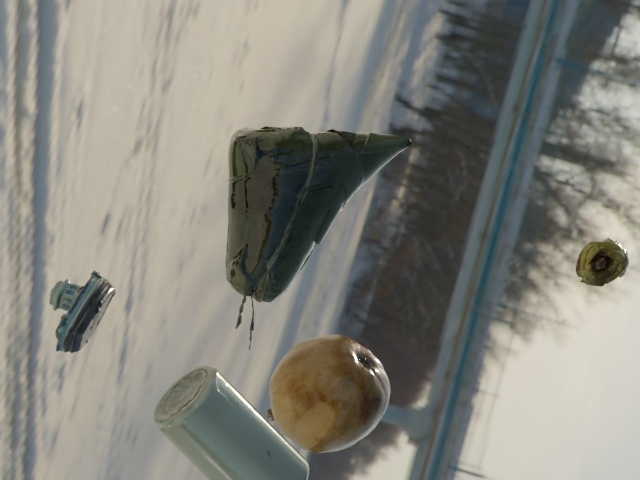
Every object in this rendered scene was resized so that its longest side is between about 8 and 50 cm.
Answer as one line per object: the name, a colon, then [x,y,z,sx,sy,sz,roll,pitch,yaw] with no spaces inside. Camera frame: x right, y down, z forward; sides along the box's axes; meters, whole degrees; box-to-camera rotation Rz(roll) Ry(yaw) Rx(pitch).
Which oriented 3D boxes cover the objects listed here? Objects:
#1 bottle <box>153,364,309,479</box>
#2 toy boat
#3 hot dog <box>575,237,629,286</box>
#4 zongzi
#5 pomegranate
bottle: [-0.092,0.269,1.466,0.104,0.245,0.104,-35,-159,16]
toy boat: [-0.286,0.076,1.384,0.140,0.066,0.059,-68,179,-57]
hot dog: [0.496,0.034,2.036,0.169,0.061,0.078,-19,104,-54]
zongzi: [0.000,0.000,0.810,0.062,0.130,0.154,-176,-92,-73]
pomegranate: [0.016,0.256,1.960,0.207,0.207,0.207,16,90,-88]
